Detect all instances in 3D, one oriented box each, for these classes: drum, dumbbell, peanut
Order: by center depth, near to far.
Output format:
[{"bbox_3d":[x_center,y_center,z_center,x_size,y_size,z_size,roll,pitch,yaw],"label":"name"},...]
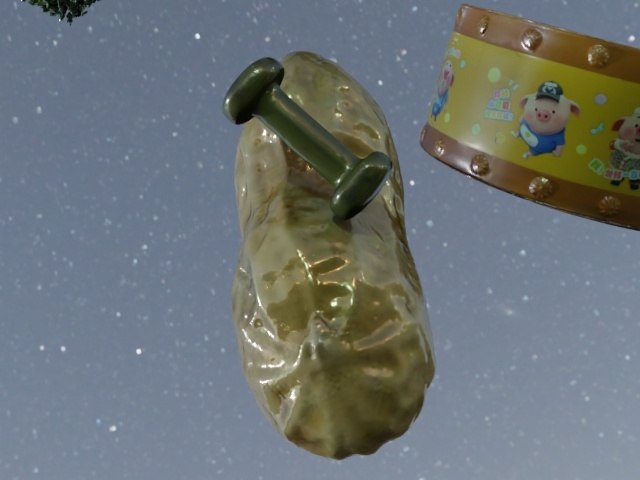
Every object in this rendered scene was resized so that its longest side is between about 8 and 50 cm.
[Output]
[{"bbox_3d":[-0.009,-0.067,0.569,0.052,0.118,0.046,-49,-3,6],"label":"dumbbell"},{"bbox_3d":[0.000,0.000,0.647,0.140,0.325,0.153,-18,-26,22],"label":"peanut"},{"bbox_3d":[0.360,-0.179,1.218,0.431,0.431,0.214,2,-68,-35],"label":"drum"}]

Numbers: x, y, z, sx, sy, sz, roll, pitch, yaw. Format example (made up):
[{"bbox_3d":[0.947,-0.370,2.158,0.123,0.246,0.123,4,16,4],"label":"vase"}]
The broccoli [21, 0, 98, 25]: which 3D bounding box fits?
[{"bbox_3d":[-0.261,-0.343,0.927,0.194,0.194,0.220,-11,-75,-19],"label":"broccoli"}]
